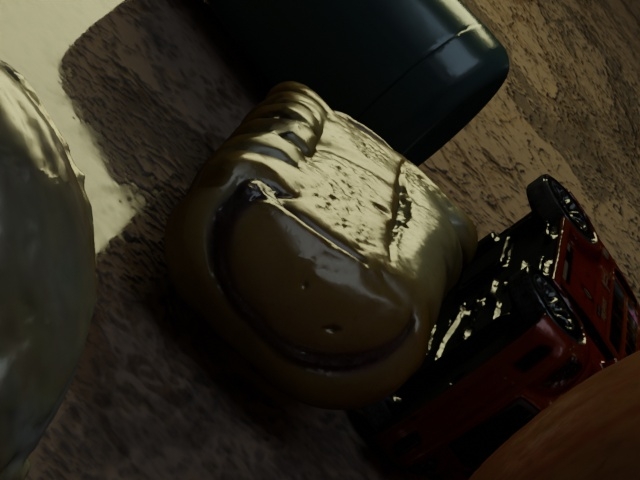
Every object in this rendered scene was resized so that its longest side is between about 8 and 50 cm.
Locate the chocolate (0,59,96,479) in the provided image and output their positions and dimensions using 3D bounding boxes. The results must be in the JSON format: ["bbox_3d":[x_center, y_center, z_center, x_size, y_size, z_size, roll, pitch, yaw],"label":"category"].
[{"bbox_3d":[-0.167,-0.051,0.577,0.309,0.134,0.134,57,20,19],"label":"chocolate"}]

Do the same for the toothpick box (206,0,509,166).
[{"bbox_3d":[0.011,-0.130,1.125,0.184,0.120,0.120,50,19,8],"label":"toothpick box"}]

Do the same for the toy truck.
[{"bbox_3d":[0.104,0.059,0.997,0.114,0.107,0.252,52,18,-8],"label":"toy truck"}]

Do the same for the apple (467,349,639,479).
[{"bbox_3d":[0.208,0.182,0.672,0.364,0.364,0.364,42,21,-20],"label":"apple"}]

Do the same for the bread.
[{"bbox_3d":[0.000,0.000,0.911,0.134,0.081,0.225,38,19,0],"label":"bread"}]
